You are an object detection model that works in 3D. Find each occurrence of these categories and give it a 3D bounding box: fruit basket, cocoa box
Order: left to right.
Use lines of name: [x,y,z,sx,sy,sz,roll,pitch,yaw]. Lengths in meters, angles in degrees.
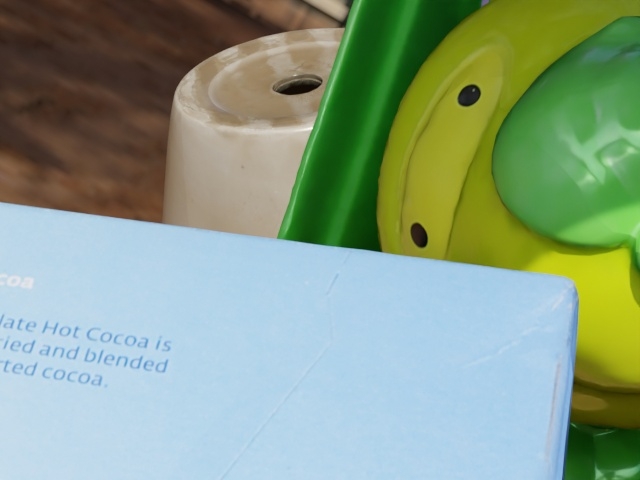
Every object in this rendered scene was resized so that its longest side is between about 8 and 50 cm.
cocoa box: [-0.115,0.138,0.537,0.347,0.228,0.231,8,-39,7]
fruit basket: [0.099,-0.017,0.792,0.283,0.392,0.392,19,-2,31]

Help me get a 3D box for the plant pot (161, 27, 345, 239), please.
plant pot: [0.000,0.000,1.482,0.323,0.280,0.323,-7,29,4]
